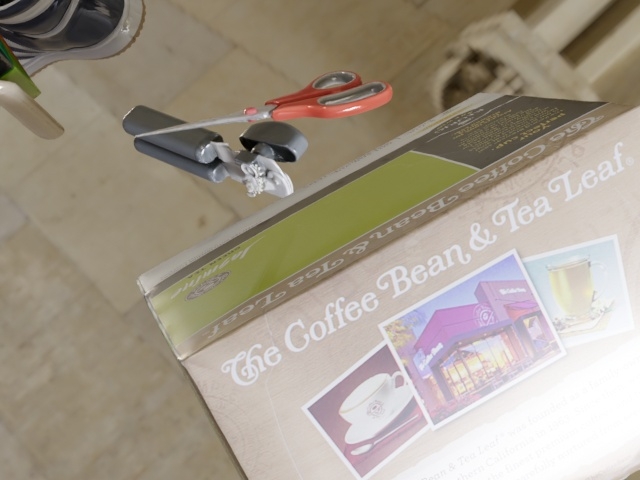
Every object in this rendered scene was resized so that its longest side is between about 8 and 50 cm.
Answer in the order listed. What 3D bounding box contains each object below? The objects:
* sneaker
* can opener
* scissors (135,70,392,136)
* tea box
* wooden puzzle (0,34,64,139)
[{"bbox_3d":[-0.329,-0.234,1.458,0.282,0.099,0.153,-7,-20,38],"label":"sneaker"},{"bbox_3d":[-0.133,-0.119,1.812,0.280,0.093,0.074,17,-32,35],"label":"can opener"},{"bbox_3d":[-0.060,-0.147,1.639,0.109,0.297,0.021,40,-39,51],"label":"scissors"},{"bbox_3d":[0.071,0.063,1.017,0.220,0.329,0.323,63,-6,-11],"label":"tea box"},{"bbox_3d":[-0.307,-0.196,1.191,0.238,0.044,0.221,51,-3,5],"label":"wooden puzzle"}]
